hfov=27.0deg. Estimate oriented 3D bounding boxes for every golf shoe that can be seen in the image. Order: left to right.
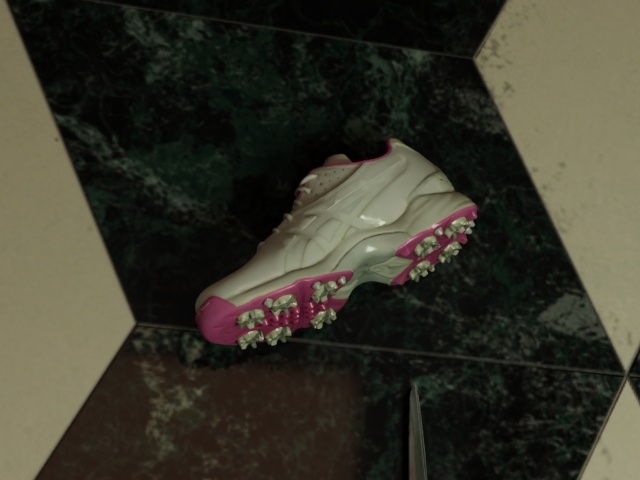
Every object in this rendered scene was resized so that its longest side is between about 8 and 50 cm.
[{"bbox_3d":[0.000,0.000,1.280,0.306,0.115,0.140,-23,67,-26],"label":"golf shoe"}]

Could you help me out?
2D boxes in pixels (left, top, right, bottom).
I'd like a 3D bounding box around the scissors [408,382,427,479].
[{"bbox_3d":[0.101,0.287,1.245,0.109,0.021,0.297,17,67,-5],"label":"scissors"}]
